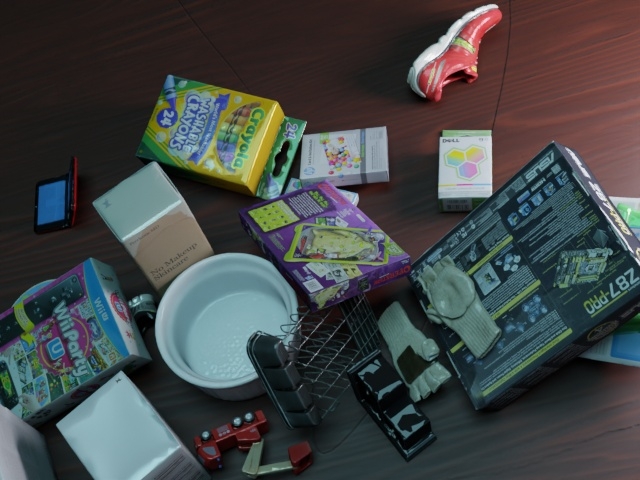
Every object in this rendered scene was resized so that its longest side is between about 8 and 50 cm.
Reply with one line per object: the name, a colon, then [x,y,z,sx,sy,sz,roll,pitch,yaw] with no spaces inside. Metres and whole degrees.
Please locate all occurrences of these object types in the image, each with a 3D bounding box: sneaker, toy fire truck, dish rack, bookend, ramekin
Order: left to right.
sneaker: [-0.400,0.179,1.843,0.170,0.063,0.075,-33,56,-13]
ramekin: [-0.167,0.175,1.762,0.277,0.135,0.277,-5,60,9]
toy fire truck: [-0.125,0.388,1.672,0.192,0.047,0.135,-21,51,-14]
dish rack: [0.003,0.193,1.671,0.074,0.208,0.271,-1,33,42]
bookend: [0.129,0.296,1.628,0.072,0.156,0.157,-36,62,-10]
sneaker: [0.317,-0.413,2.037,0.118,0.107,0.279,44,79,8]

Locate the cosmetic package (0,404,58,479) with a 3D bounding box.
cosmetic package: [-0.525,0.476,1.575,0.097,0.284,0.377,-27,60,-3]

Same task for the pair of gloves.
pair of gloves: [0.206,0.160,1.672,0.240,0.042,0.204,-48,53,31]

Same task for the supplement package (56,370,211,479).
supplement package: [-0.332,0.381,1.639,0.149,0.203,0.194,-40,61,-12]

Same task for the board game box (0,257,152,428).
board game box: [-0.512,0.208,1.780,0.303,0.097,0.224,-31,68,7]

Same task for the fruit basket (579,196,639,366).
fruit basket: [0.479,0.054,1.692,0.353,0.165,0.327,9,71,25]

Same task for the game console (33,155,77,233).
game console: [-0.591,-0.102,2.026,0.085,0.124,0.144,3,59,-19]

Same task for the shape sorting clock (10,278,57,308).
shape sorting clock: [-0.568,0.173,1.891,0.206,0.040,0.206,-4,60,8]

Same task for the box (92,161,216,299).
box: [-0.305,0.003,1.779,0.148,0.311,0.121,-36,59,-8]

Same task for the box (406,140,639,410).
box: [0.368,0.068,1.626,0.395,0.097,0.318,-44,54,28]

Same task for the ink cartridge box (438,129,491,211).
ink cartridge box: [0.304,-0.162,1.903,0.109,0.062,0.209,0,61,11]

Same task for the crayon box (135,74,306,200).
crayon box: [-0.217,-0.225,1.992,0.323,0.083,0.203,16,77,14]

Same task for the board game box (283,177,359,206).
board game box: [-0.008,-0.068,1.929,0.154,0.026,0.103,15,65,18]

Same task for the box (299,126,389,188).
box: [0.052,-0.178,1.955,0.186,0.038,0.145,-5,46,9]

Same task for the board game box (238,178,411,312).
board game box: [0.000,0.000,1.748,0.208,0.056,0.347,-23,36,-15]
